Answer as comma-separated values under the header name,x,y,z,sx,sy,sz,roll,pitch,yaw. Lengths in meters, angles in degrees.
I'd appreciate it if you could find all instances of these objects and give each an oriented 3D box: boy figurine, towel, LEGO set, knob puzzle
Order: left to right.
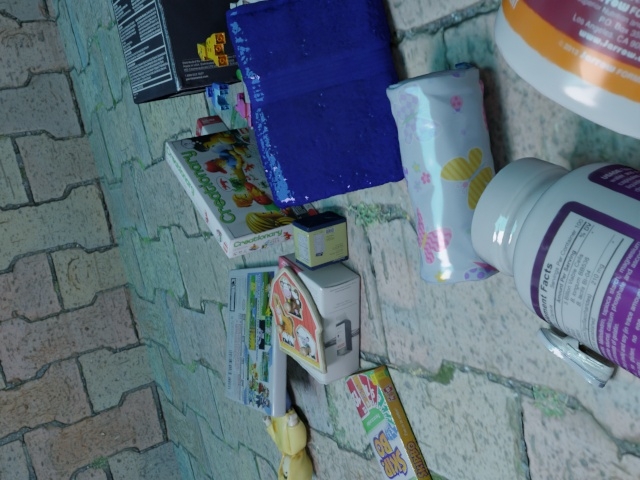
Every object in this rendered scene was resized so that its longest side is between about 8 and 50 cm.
name,x,y,z,sx,sy,sz,roll,pitch,yaw
LEGO set,-0.177,-0.327,1.169,0.093,0.087,0.227,35,133,50
boy figurine,-0.096,0.467,1.571,0.177,0.092,0.285,-19,86,59
knob puzzle,-0.057,0.144,1.198,0.213,0.030,0.213,36,135,48
towel,0.005,-0.217,0.932,0.076,0.228,0.308,-28,-75,-78

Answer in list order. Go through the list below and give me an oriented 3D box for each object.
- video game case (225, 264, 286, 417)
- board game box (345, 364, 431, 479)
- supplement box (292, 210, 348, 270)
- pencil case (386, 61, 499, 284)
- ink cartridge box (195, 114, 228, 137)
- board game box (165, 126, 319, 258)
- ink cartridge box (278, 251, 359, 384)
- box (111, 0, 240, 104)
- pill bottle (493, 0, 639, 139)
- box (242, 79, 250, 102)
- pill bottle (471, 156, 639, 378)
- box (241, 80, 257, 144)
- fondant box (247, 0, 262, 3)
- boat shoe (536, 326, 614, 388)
name,x,y,z,sx,sy,sz,roll,pitch,yaw
video game case,-0.155,0.228,1.501,0.300,0.036,0.328,-8,79,61
board game box,0.130,0.366,1.181,0.259,0.039,0.124,66,151,7
supplement box,0.000,0.000,1.154,0.056,0.083,0.083,28,128,53
pencil case,0.160,-0.080,0.803,0.124,0.114,0.273,-168,65,-69
ink cartridge box,-0.243,-0.214,1.491,0.135,0.056,0.099,54,145,32
board game box,-0.161,-0.107,1.265,0.305,0.193,0.053,52,146,32
ink cartridge box,-0.002,0.144,1.228,0.159,0.092,0.217,34,131,49
box,-0.301,-0.458,1.329,0.296,0.183,0.293,10,115,56
pill bottle,0.276,-0.273,0.379,0.224,0.224,0.392,52,145,33
box,-0.057,-0.294,1.036,0.072,0.137,0.126,27,128,56
pill bottle,0.289,0.027,0.577,0.301,0.169,0.169,37,135,48
box,-0.084,-0.286,1.175,0.183,0.056,0.230,24,125,56
fondant box,-0.081,-0.549,0.989,0.238,0.096,0.330,45,140,40
boat shoe,0.304,0.130,0.753,0.100,0.035,0.035,47,115,45
